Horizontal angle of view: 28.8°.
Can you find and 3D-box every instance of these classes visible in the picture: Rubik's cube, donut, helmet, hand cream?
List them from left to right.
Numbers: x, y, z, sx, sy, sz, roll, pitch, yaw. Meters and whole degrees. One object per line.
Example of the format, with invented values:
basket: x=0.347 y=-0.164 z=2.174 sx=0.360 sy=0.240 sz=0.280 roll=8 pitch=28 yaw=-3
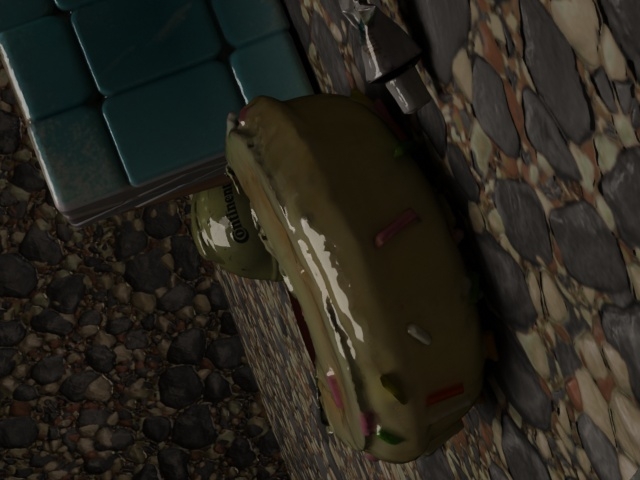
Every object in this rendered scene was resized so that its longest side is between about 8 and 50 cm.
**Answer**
Rubik's cube: x=-0.217 y=-0.218 z=1.509 sx=0.319 sy=0.321 sz=0.316 roll=163 pitch=86 yaw=-81
helmet: x=-0.123 y=-0.020 z=1.872 sx=0.204 sy=0.137 sz=0.258 roll=95 pitch=158 yaw=-54
hand cream: x=0.031 y=-0.222 z=0.972 sx=0.084 sy=0.050 sz=0.257 roll=-151 pitch=43 yaw=-79
donut: x=0.040 y=0.030 z=1.154 sx=0.307 sy=0.150 sz=0.371 roll=-160 pitch=49 yaw=-76

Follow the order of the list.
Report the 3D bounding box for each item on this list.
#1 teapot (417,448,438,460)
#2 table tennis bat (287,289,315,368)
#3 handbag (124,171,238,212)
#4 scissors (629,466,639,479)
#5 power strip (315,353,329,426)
teapot: x=0.113 y=0.223 z=1.480 sx=0.067 sy=0.057 sz=0.083 roll=5 pitch=126 yaw=47
table tennis bat: x=0.017 y=0.171 z=1.890 sx=0.415 sy=0.051 sz=0.268 roll=-133 pitch=25 yaw=-68
handbag: x=-0.236 y=-0.167 z=1.815 sx=0.283 sy=0.301 sz=0.149 roll=-118 pitch=12 yaw=-63
scissors: x=0.224 y=0.212 z=0.934 sx=0.110 sy=0.021 sz=0.212 roll=60 pitch=168 yaw=30
power strip: x=0.012 y=0.134 z=1.669 sx=0.268 sy=0.034 sz=0.092 roll=-90 pitch=-5 yaw=-58
